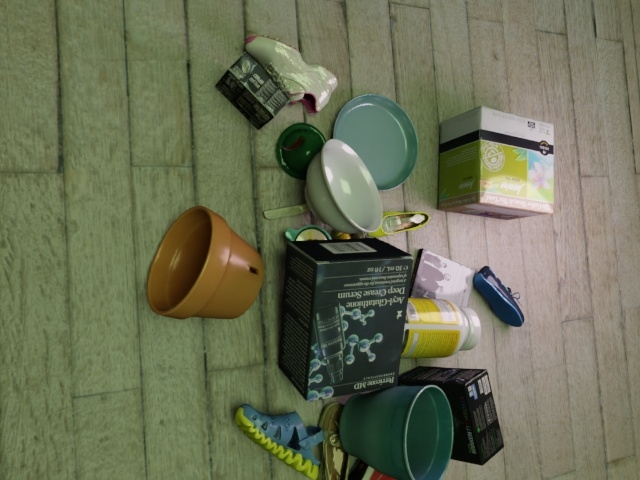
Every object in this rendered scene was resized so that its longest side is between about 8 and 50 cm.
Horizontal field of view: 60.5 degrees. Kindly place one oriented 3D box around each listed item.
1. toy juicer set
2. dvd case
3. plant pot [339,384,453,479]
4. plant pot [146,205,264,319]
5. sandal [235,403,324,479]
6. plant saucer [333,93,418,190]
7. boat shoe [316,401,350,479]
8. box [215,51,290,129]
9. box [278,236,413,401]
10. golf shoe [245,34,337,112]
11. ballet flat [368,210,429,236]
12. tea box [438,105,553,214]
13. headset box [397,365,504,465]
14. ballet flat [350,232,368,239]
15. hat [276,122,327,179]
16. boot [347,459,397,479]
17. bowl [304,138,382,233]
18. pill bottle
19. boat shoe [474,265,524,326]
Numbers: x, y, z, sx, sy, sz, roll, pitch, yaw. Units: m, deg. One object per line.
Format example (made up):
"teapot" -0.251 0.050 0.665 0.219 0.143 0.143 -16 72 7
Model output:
"toy juicer set" 0.000 0.000 1.657 0.209 0.089 0.329 -35 100 -23
"dvd case" 0.416 0.150 1.871 0.238 0.029 0.179 22 77 -23
"plant pot" 0.203 0.544 1.570 0.271 0.255 0.272 10 77 -50
"plant pot" -0.285 0.080 1.432 0.203 0.291 0.291 27 75 -38
"sandal" -0.105 0.542 1.556 0.317 0.126 0.138 43 66 -25
"plant saucer" 0.176 -0.316 1.790 0.317 0.043 0.318 2 86 -25
"boat shoe" 0.051 0.629 1.629 0.104 0.089 0.285 5 84 -24
"box" -0.195 -0.422 1.568 0.180 0.147 0.077 44 70 -15
"box" 0.062 0.209 1.542 0.293 0.212 0.396 -3 107 -26
"golf shoe" -0.095 -0.496 1.643 0.306 0.115 0.140 25 79 -20
"ballet flat" 0.256 -0.060 1.787 0.231 0.077 0.077 -10 91 -25
"tea box" 0.601 -0.251 1.884 0.329 0.220 0.324 5 84 -25
"headset box" 0.388 0.528 1.698 0.131 0.283 0.246 -14 93 -42
"ballet flat" 0.135 0.066 1.731 0.058 0.084 0.250 -9 90 8
"hat" -0.026 -0.273 1.614 0.173 0.183 0.208 41 71 -16
"boot" 0.166 0.758 1.676 0.176 0.088 0.244 49 64 -15
"bowl" 0.047 -0.137 1.614 0.298 0.134 0.298 38 39 -39
"pill bottle" 0.329 0.277 1.733 0.333 0.188 0.188 5 84 -24
"boat shoe" 0.647 0.193 1.931 0.258 0.109 0.089 53 53 -20
